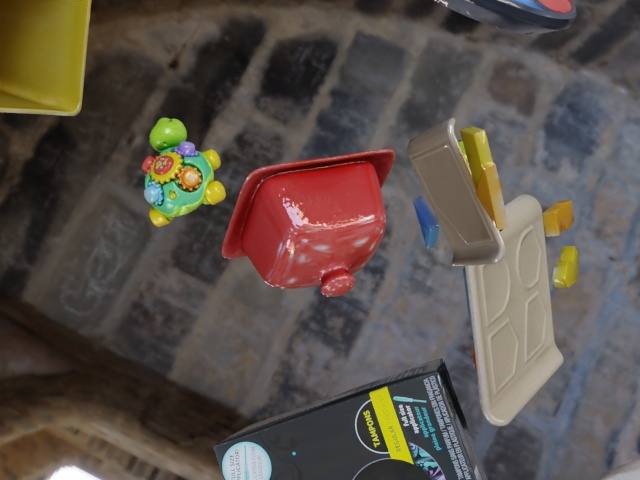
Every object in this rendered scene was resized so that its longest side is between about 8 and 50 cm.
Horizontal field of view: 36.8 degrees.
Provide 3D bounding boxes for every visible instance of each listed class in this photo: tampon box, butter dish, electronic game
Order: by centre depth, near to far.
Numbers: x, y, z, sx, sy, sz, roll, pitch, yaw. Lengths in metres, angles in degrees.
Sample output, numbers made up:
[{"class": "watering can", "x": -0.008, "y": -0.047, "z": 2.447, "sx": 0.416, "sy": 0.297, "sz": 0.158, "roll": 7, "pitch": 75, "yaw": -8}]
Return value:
[{"class": "tampon box", "x": 0.028, "y": 0.166, "z": 0.668, "sx": 0.161, "sy": 0.120, "sz": 0.101, "roll": -21, "pitch": -6, "yaw": 8}, {"class": "electronic game", "x": 0.136, "y": -0.260, "z": 0.902, "sx": 0.229, "sy": 0.229, "sz": 0.048, "roll": -68, "pitch": 4, "yaw": -62}, {"class": "butter dish", "x": 0.000, "y": 0.000, "z": 0.937, "sx": 0.160, "sy": 0.160, "sz": 0.118, "roll": 115, "pitch": 139, "yaw": -53}]

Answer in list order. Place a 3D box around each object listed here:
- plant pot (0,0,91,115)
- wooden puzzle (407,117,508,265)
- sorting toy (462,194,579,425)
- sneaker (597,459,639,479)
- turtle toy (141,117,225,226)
[{"class": "plant pot", "x": -0.406, "y": -0.262, "z": 1.097, "sx": 0.212, "sy": 0.187, "sz": 0.212, "roll": -12, "pitch": -69, "yaw": -65}, {"class": "wooden puzzle", "x": 0.069, "y": -0.023, "z": 0.484, "sx": 0.014, "sy": 0.078, "sz": 0.116, "roll": -21, "pitch": 9, "yaw": -12}, {"class": "sorting toy", "x": 0.252, "y": 0.064, "z": 1.198, "sx": 0.041, "sy": 0.229, "sz": 0.307, "roll": -3, "pitch": 15, "yaw": 36}, {"class": "sneaker", "x": 0.265, "y": 0.215, "z": 0.766, "sx": 0.094, "sy": 0.080, "sz": 0.212, "roll": -38, "pitch": -32, "yaw": -23}, {"class": "turtle toy", "x": -0.167, "y": -0.083, "z": 1.106, "sx": 0.095, "sy": 0.066, "sz": 0.130, "roll": -22, "pitch": 54, "yaw": 13}]
